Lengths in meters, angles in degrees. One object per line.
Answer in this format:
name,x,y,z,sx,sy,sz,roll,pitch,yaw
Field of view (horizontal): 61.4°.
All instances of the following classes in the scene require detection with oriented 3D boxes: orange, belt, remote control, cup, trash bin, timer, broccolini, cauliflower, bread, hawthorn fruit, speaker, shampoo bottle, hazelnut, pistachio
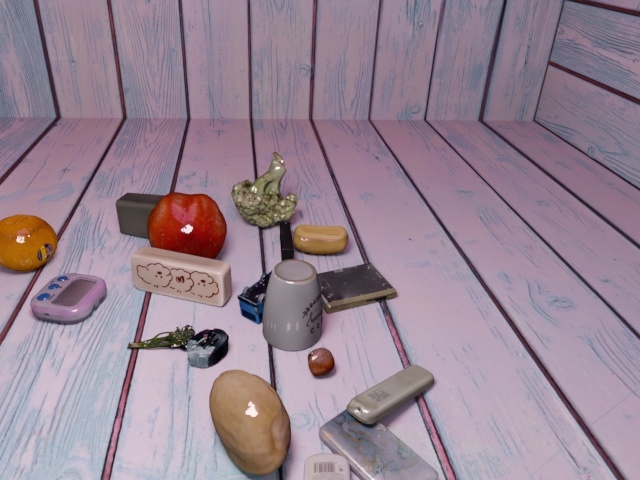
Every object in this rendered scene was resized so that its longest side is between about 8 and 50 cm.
orange,-1.043,0.008,1.894,0.219,0.193,0.219,12,37,-10
belt,-0.329,0.310,1.573,0.105,0.058,0.140,18,33,24
remote control,0.195,0.402,1.443,0.090,0.038,0.309,25,26,38
cup,-0.065,0.172,1.669,0.186,0.234,0.258,17,31,22
trash bin,-0.670,-0.097,2.141,0.240,0.164,0.122,9,30,11
timer,-0.805,0.184,1.733,0.190,0.069,0.209,7,29,7
broccolini,-0.471,0.292,1.591,0.201,0.058,0.074,-3,23,-12
cauliflower,-0.217,-0.181,2.240,0.260,0.281,0.327,54,32,15
bread,0.000,0.000,2.104,0.217,0.098,0.147,5,29,-1
hawthorn fruit,-0.475,-0.008,1.942,0.286,0.287,0.331,-4,57,-13
speaker,-0.133,0.011,2.087,0.044,0.082,0.218,-1,31,-7
shampoo bottle,0.016,0.567,1.169,0.107,0.052,0.221,3,30,-3
hazelnut,-0.001,0.343,1.531,0.086,0.087,0.086,2,30,-1
pistachio,-0.170,0.426,1.294,0.162,0.182,0.293,27,10,-47

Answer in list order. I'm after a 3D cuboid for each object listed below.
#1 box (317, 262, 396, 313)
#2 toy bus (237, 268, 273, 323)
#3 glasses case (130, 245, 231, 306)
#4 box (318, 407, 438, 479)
box,0.105,0.159,1.894,0.270,0.045,0.211,-9,34,-21
toy bus,-0.176,0.179,1.768,0.090,0.106,0.184,19,39,32
glasses case,-0.465,0.119,1.807,0.336,0.144,0.076,9,31,12
box,0.133,0.511,1.291,0.142,0.044,0.285,-25,40,-33
